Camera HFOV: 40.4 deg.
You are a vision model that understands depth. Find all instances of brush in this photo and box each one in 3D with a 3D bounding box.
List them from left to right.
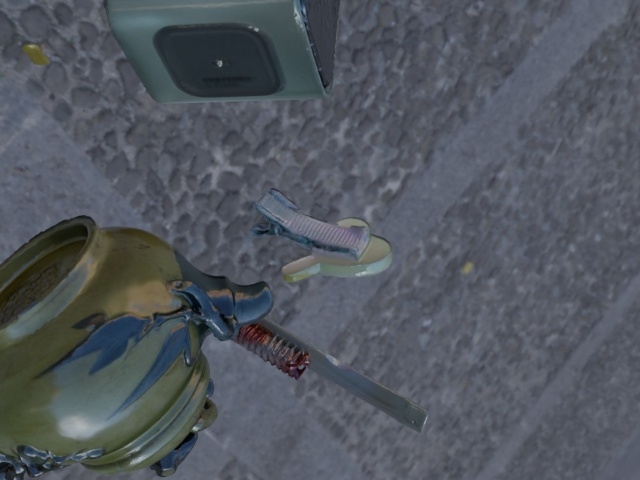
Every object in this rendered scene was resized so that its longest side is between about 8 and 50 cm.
[{"bbox_3d":[0.003,0.189,1.242,0.050,0.321,0.060,-50,160,-37],"label":"brush"}]

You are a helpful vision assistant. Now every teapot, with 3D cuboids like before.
[{"bbox_3d":[-0.155,0.096,0.594,0.269,0.173,0.182,-36,117,1],"label":"teapot"}]

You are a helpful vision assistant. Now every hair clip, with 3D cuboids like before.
[{"bbox_3d":[-0.001,0.003,1.290,0.071,0.219,0.159,94,21,-45],"label":"hair clip"}]

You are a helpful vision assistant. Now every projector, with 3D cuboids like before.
[{"bbox_3d":[-0.115,-0.335,1.162,0.248,0.249,0.248,67,27,-61],"label":"projector"}]

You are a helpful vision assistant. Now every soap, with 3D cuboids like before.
[{"bbox_3d":[-0.563,-0.367,1.722,0.089,0.034,0.012,82,1,-76],"label":"soap"}]
